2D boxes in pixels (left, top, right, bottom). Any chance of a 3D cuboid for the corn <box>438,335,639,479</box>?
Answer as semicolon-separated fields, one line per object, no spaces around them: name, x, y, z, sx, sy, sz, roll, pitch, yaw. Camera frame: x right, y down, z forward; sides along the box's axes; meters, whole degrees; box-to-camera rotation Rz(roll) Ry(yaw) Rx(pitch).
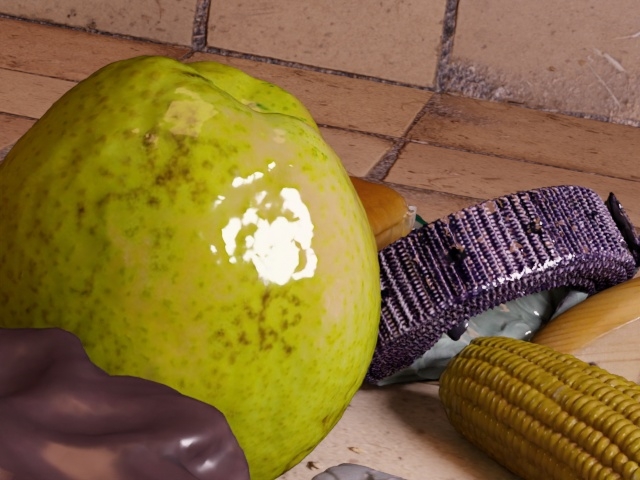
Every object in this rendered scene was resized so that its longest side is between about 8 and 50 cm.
corn;0.232;0.176;1.496;0.131;0.131;0.344;-3;17;-33

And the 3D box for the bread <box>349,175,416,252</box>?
bread;0.000;0.000;1.783;0.136;0.107;0.241;18;22;24

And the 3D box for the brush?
brush;0.347;0.134;1.638;0.266;0.174;0.166;-2;28;-17

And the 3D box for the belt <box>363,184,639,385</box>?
belt;0.166;0.053;1.687;0.324;0.260;0.122;-14;67;-28

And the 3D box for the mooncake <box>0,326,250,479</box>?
mooncake;-0.215;0.199;1.021;0.350;0.212;0.381;6;23;-12

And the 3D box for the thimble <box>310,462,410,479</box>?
thimble;0.043;0.236;1.197;0.117;0.127;0.151;14;22;22

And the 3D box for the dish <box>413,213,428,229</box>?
dish;0.037;0.024;1.987;0.224;0.078;0.246;23;25;29

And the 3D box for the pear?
pear;-0.123;0.025;1.416;0.391;0.391;0.391;7;16;-2
